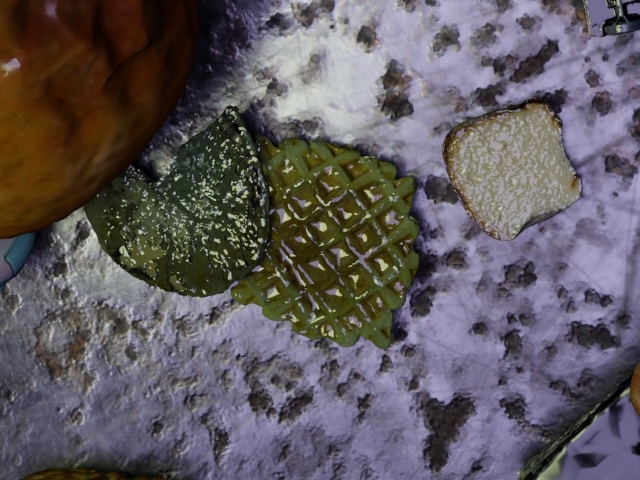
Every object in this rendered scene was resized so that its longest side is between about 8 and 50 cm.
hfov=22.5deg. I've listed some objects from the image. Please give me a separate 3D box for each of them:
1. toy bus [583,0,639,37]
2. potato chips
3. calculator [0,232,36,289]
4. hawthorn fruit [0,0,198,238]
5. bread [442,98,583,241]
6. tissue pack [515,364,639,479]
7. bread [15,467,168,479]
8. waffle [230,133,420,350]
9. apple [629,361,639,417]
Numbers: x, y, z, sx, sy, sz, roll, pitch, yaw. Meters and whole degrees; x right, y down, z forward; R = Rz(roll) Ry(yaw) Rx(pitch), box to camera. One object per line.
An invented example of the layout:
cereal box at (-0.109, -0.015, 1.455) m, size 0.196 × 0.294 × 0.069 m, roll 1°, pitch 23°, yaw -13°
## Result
toy bus at (0.349, -0.252, 1.542) m, size 0.194 × 0.088 × 0.083 m, roll -9°, pitch 99°, yaw 13°
potato chips at (-0.154, -0.042, 1.669) m, size 0.220 × 0.029 × 0.202 m, roll 4°, pitch 101°, yaw 21°
calculator at (-0.422, -0.059, 1.646) m, size 0.293 × 0.173 × 0.051 m, roll 36°, pitch 134°, yaw -15°
hawthorn fruit at (-0.325, -0.224, 1.464) m, size 0.472 × 0.472 × 0.472 m, roll 2°, pitch 99°, yaw 9°
bread at (0.194, -0.071, 1.622) m, size 0.126 × 0.044 × 0.129 m, roll -23°, pitch 92°, yaw 5°
tissue pack at (0.383, 0.222, 1.594) m, size 0.332 × 0.123 × 0.245 m, roll -44°, pitch 85°, yaw 12°
bread at (-0.243, 0.338, 1.725) m, size 0.222 × 0.096 × 0.181 m, roll -2°, pitch 95°, yaw 13°
waffle at (0.000, 0.000, 1.658) m, size 0.214 × 0.054 × 0.208 m, roll 13°, pitch 104°, yaw 13°
apple at (0.332, 0.143, 1.510) m, size 0.084 × 0.071 × 0.084 m, roll -3°, pitch 79°, yaw 16°
